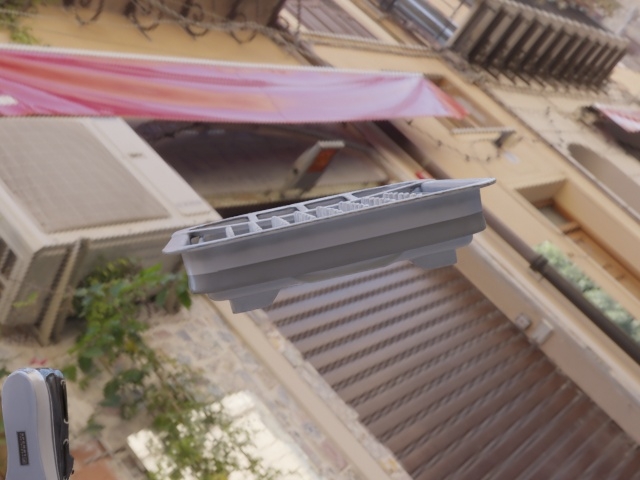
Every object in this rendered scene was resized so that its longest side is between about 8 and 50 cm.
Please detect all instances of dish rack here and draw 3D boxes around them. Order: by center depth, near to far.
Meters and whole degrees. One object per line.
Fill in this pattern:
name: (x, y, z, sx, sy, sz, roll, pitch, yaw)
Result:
dish rack: (0.000, 0.000, 0.814, 0.286, 0.072, 0.333, -12, 4, -6)

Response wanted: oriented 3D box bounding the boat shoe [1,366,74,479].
boat shoe: (-0.328, 0.261, 1.005, 0.080, 0.228, 0.076, -9, -3, 27)
